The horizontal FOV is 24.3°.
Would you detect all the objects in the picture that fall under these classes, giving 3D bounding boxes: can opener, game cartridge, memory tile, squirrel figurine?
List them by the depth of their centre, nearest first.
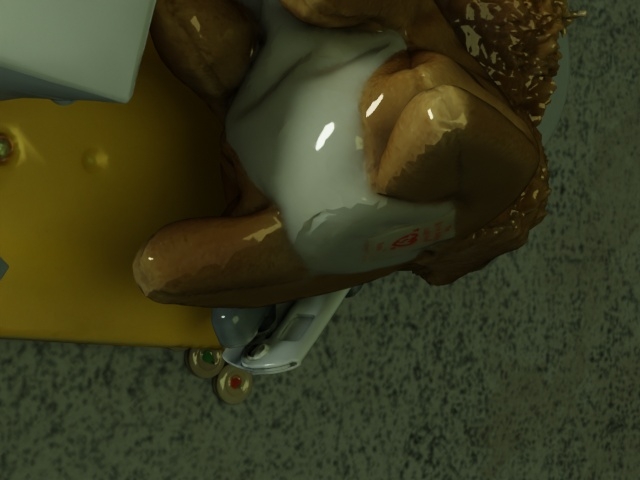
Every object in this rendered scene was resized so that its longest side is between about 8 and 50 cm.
[{"bbox_3d":[-0.189,-0.061,1.165,0.324,0.053,0.285,7,84,-38],"label":"game cartridge"},{"bbox_3d":[0.027,-0.161,1.168,0.397,0.281,0.370,8,57,-51],"label":"squirrel figurine"},{"bbox_3d":[0.000,0.000,1.244,0.283,0.076,0.095,-56,135,-40],"label":"can opener"},{"bbox_3d":[-0.066,0.059,1.285,0.113,0.012,0.148,49,65,-27],"label":"memory tile"}]

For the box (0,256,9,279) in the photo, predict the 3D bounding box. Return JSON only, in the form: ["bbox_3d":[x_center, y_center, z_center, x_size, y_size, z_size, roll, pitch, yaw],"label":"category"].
[{"bbox_3d":[-0.323,0.038,0.998,0.145,0.186,0.038,-59,152,-19],"label":"box"}]

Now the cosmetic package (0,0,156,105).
[{"bbox_3d":[-0.307,-0.202,0.910,0.385,0.217,0.156,13,88,-37],"label":"cosmetic package"}]

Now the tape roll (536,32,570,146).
[{"bbox_3d":[0.130,-0.166,1.382,0.219,0.072,0.219,-2,93,-35],"label":"tape roll"}]
